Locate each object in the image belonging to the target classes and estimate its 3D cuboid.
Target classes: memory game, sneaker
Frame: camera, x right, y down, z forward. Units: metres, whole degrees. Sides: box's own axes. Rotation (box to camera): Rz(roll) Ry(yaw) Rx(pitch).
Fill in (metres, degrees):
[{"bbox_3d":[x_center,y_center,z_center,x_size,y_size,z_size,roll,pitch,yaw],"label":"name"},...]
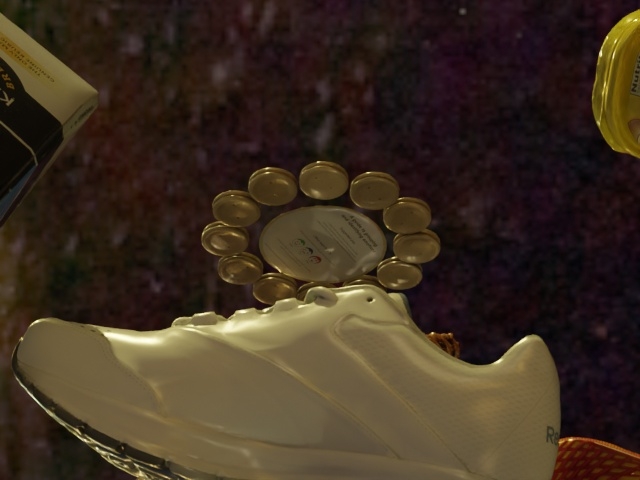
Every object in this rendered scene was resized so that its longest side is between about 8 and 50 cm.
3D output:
[{"bbox_3d":[0.000,0.000,1.079,0.186,0.186,0.012,115,163,-50],"label":"memory game"},{"bbox_3d":[-0.015,0.082,0.731,0.111,0.297,0.129,74,-149,-72],"label":"sneaker"},{"bbox_3d":[0.210,0.159,0.825,0.064,0.175,0.067,-63,-8,-2],"label":"sneaker"}]

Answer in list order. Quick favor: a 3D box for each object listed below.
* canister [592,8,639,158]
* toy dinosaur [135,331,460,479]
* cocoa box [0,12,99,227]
[{"bbox_3d":[0.213,-0.055,0.605,0.170,0.126,0.073,-142,59,-68],"label":"canister"},{"bbox_3d":[0.003,0.164,1.070,0.164,0.322,0.218,31,140,62],"label":"toy dinosaur"},{"bbox_3d":[-0.341,-0.070,0.716,0.231,0.347,0.228,-46,10,29],"label":"cocoa box"}]
